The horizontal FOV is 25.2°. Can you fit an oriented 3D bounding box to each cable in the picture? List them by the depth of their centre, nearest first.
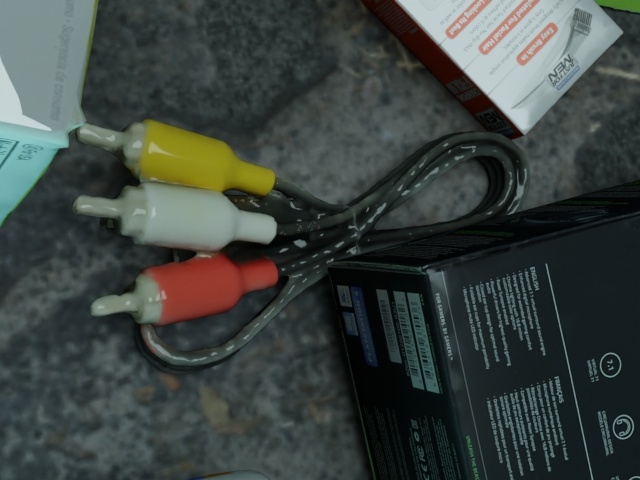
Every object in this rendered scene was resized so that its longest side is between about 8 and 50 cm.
[{"bbox_3d":[0.000,0.000,0.806,0.287,0.072,0.139,-3,87,-20],"label":"cable"}]

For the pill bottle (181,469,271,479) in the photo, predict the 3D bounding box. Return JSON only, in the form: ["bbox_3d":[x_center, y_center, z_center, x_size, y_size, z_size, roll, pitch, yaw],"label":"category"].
[{"bbox_3d":[-0.144,0.205,0.677,0.272,0.152,0.152,-7,83,-20],"label":"pill bottle"}]

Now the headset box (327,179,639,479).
[{"bbox_3d":[0.177,0.095,0.799,0.283,0.131,0.246,-16,97,-20],"label":"headset box"}]

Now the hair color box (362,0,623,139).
[{"bbox_3d":[0.089,-0.151,0.867,0.167,0.053,0.093,45,81,-6],"label":"hair color box"}]

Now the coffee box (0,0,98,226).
[{"bbox_3d":[-0.266,-0.193,0.603,0.335,0.338,0.337,10,78,-18],"label":"coffee box"}]

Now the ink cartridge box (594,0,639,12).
[{"bbox_3d":[0.257,-0.239,0.925,0.255,0.097,0.188,6,79,-19],"label":"ink cartridge box"}]
